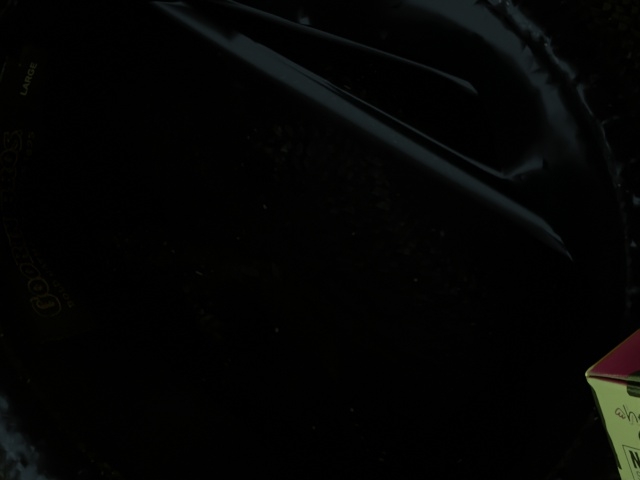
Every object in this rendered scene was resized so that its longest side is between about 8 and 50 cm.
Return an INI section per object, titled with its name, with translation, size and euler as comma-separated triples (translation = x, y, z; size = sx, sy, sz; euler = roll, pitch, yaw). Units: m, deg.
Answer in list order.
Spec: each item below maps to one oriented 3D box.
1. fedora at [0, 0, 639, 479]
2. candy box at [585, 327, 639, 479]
[fedora]
translation = 0.000, 0.000, 0.638
size = 0.334, 0.334, 0.152
euler = 51, -176, 11
[candy box]
translation = 0.187, 0.102, 0.484
size = 0.071, 0.159, 0.233
euler = 7, 124, 53
